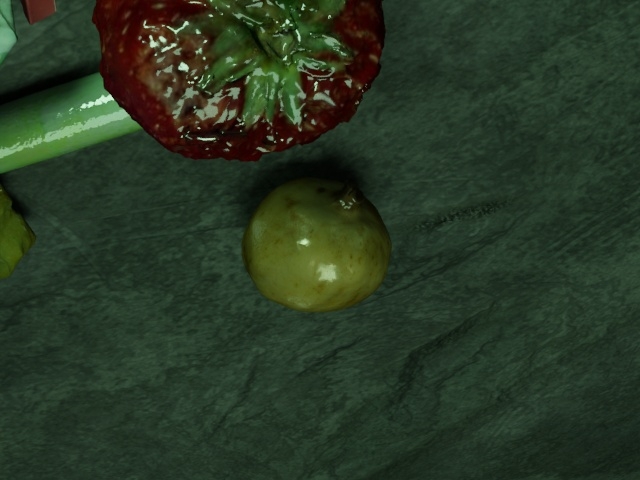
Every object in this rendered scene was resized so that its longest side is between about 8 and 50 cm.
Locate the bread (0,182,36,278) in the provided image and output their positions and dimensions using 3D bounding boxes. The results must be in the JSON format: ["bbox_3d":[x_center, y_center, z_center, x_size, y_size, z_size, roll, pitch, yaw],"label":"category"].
[{"bbox_3d":[-0.453,0.005,1.510,0.233,0.088,0.161,-17,151,4],"label":"bread"}]

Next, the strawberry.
[{"bbox_3d":[-0.087,-0.203,1.239,0.274,0.274,0.220,-7,-172,-14],"label":"strawberry"}]

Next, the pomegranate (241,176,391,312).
[{"bbox_3d":[0.000,0.000,1.631,0.196,0.196,0.196,-12,148,-7],"label":"pomegranate"}]

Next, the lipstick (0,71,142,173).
[{"bbox_3d":[-0.208,-0.148,1.389,0.304,0.076,0.076,-18,149,2],"label":"lipstick"}]

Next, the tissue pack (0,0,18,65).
[{"bbox_3d":[-0.449,-0.151,1.222,0.228,0.128,0.311,11,140,-36],"label":"tissue pack"}]

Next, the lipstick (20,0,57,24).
[{"bbox_3d":[-0.261,-0.298,1.152,0.051,0.051,0.312,-13,149,-10],"label":"lipstick"}]
